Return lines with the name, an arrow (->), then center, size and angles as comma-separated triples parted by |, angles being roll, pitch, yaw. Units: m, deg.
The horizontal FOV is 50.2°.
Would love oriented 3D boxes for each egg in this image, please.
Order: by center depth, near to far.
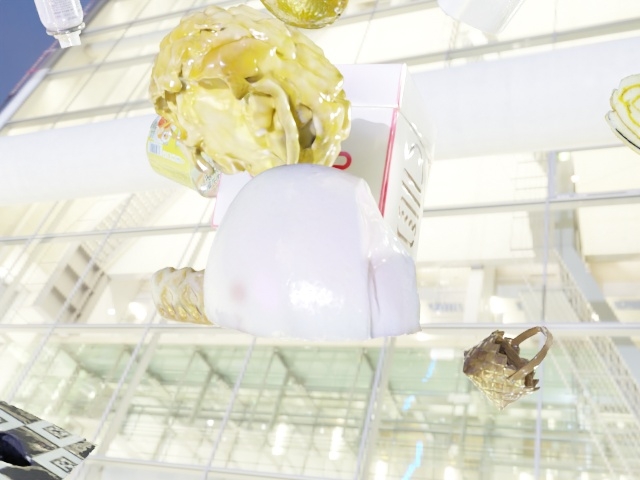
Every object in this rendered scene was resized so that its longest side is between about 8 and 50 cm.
egg -> -0.018, 0.001, 0.700 | 0.271, 0.207, 0.161 | -131, 39, -85

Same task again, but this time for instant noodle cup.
instant noodle cup -> -0.282, -0.203, 1.519 | 0.205, 0.153, 0.204 | -42, -41, -49

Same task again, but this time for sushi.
sushi -> -0.470, 0.260, 0.806 | 0.339, 0.320, 0.068 | -104, 39, -88

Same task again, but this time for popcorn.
popcorn -> -0.089, -0.170, 0.834 | 0.190, 0.250, 0.250 | -54, -38, -18

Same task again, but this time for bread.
bread -> 0.523, -0.199, 1.077 | 0.064, 0.156, 0.117 | -5, -44, -34
bread -> -0.223, 0.109, 1.228 | 0.088, 0.232, 0.128 | -54, -54, -29

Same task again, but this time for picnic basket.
picnic basket -> 0.387, 0.237, 1.355 | 0.138, 0.178, 0.128 | 45, -160, -11

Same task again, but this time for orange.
orange -> -0.016, -0.238, 0.631 | 0.095, 0.085, 0.085 | 48, -156, 8

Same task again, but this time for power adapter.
power adapter -> 0.278, -0.451, 0.966 | 0.255, 0.124, 0.186 | 122, 165, -54

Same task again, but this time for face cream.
face cream -> -0.467, -0.450, 1.183 | 0.075, 0.075, 0.229 | -60, -31, -51

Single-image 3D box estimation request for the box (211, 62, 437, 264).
box -> 0.020, -0.122, 1.229 | 0.314, 0.313, 0.299 | 31, -113, -68
